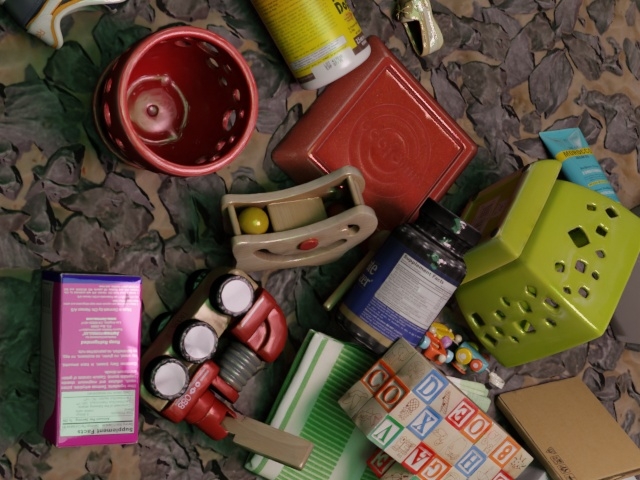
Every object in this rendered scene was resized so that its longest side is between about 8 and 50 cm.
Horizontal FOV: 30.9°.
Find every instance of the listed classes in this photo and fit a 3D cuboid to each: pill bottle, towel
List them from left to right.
[{"bbox_3d":[-0.026,-0.329,1.637,0.117,0.117,0.215,-36,105,-20],"label":"pill bottle"},{"bbox_3d":[0.075,0.281,1.706,0.325,0.038,0.248,22,99,-26],"label":"towel"},{"bbox_3d":[0.127,0.054,1.624,0.123,0.123,0.219,33,95,-22],"label":"pill bottle"}]

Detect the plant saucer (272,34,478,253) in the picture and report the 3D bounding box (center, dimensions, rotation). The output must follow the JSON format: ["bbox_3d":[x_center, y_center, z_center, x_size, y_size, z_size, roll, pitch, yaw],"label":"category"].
[{"bbox_3d":[0.098,-0.133,1.737,0.258,0.047,0.259,44,72,-19],"label":"plant saucer"}]

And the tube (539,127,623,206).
[{"bbox_3d":[0.426,-0.097,1.849,0.080,0.052,0.207,-6,56,-29],"label":"tube"}]

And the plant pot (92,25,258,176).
[{"bbox_3d":[-0.198,-0.176,1.527,0.191,0.174,0.191,0,90,-25],"label":"plant pot"}]

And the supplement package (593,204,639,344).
[{"bbox_3d":[0.612,0.032,1.894,0.262,0.199,0.198,-25,101,-22],"label":"supplement package"}]

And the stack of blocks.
[{"bbox_3d":[0.153,0.285,1.633,0.171,0.087,0.297,-46,130,0],"label":"stack of blocks"}]

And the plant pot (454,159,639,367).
[{"bbox_3d":[0.312,0.026,1.725,0.207,0.227,0.228,40,56,-13],"label":"plant pot"}]

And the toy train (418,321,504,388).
[{"bbox_3d":[0.198,0.179,1.758,0.166,0.125,0.046,31,111,-26],"label":"toy train"}]

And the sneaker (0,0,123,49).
[{"bbox_3d":[-0.273,-0.381,1.520,0.321,0.126,0.127,-42,103,-8],"label":"sneaker"}]

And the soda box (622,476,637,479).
[{"bbox_3d":[0.473,0.405,1.906,0.074,0.069,0.216,-41,107,-20],"label":"soda box"}]

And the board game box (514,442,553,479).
[{"bbox_3d":[0.356,0.500,1.796,0.224,0.097,0.303,-36,108,-44],"label":"board game box"}]

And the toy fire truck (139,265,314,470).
[{"bbox_3d":[-0.109,0.186,1.588,0.246,0.158,0.217,45,72,-24],"label":"toy fire truck"}]

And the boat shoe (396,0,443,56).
[{"bbox_3d":[0.140,-0.342,1.752,0.045,0.050,0.135,-36,105,-26],"label":"boat shoe"}]

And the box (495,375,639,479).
[{"bbox_3d":[0.394,0.301,1.811,0.164,0.201,0.021,-8,131,-26],"label":"box"}]

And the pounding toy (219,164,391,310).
[{"bbox_3d":[0.000,0.000,1.606,0.269,0.154,0.155,-6,64,-25],"label":"pounding toy"}]

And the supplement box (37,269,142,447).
[{"bbox_3d":[-0.303,0.152,1.515,0.114,0.111,0.220,3,90,-26],"label":"supplement box"}]
